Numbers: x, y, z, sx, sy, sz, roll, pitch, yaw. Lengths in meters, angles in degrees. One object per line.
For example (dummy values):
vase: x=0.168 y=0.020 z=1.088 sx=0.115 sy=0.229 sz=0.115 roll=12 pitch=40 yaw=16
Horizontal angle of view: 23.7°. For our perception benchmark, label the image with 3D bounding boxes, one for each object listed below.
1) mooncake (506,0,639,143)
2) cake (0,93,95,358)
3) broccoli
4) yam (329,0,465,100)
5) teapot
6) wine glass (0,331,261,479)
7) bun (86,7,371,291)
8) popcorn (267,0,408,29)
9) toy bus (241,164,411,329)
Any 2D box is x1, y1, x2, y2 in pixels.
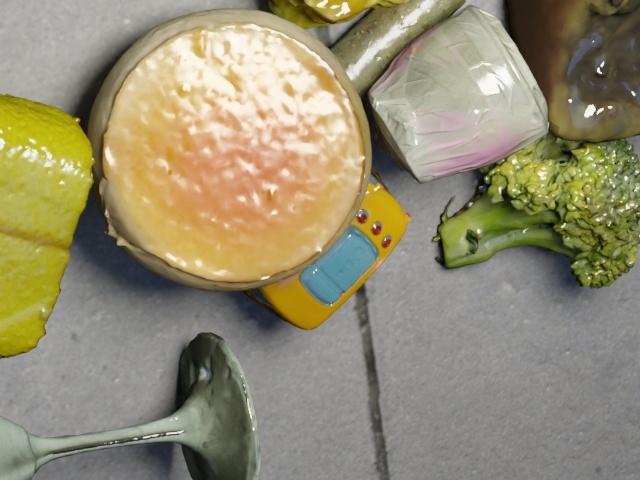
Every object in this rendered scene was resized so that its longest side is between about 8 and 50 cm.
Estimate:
mooncake: x=0.376 y=-0.296 z=1.596 sx=0.246 sy=0.394 sz=0.393 roll=-13 pitch=105 yaw=-22
cake: x=-0.330 y=-0.017 z=1.508 sx=0.156 sy=0.179 sz=0.260 roll=16 pitch=100 yaw=-29
broccoli: x=0.280 y=-0.030 z=1.810 sx=0.273 sy=0.180 sz=0.242 roll=-37 pitch=126 yaw=-5
yam: x=0.078 y=-0.231 z=1.678 sx=0.169 sy=0.068 sz=0.068 roll=-44 pitch=125 yaw=-2
teapot: x=0.132 y=-0.159 z=1.663 sx=0.178 sy=0.221 sz=0.163 roll=-30 pitch=119 yaw=3
wine glass: x=-0.287 y=0.224 z=1.627 sx=0.406 sy=0.267 sz=0.267 roll=-4 pitch=116 yaw=-31
bun: x=-0.102 y=-0.094 z=1.596 sx=0.299 sy=0.165 sz=0.298 roll=-2 pitch=98 yaw=-11
popcorn: x=0.027 y=-0.334 z=1.506 sx=0.174 sy=0.225 sz=0.286 roll=-6 pitch=115 yaw=-20
toy bus: x=0.000 y=0.000 z=1.714 sx=0.209 sy=0.136 sz=0.126 roll=-45 pitch=125 yaw=-1
